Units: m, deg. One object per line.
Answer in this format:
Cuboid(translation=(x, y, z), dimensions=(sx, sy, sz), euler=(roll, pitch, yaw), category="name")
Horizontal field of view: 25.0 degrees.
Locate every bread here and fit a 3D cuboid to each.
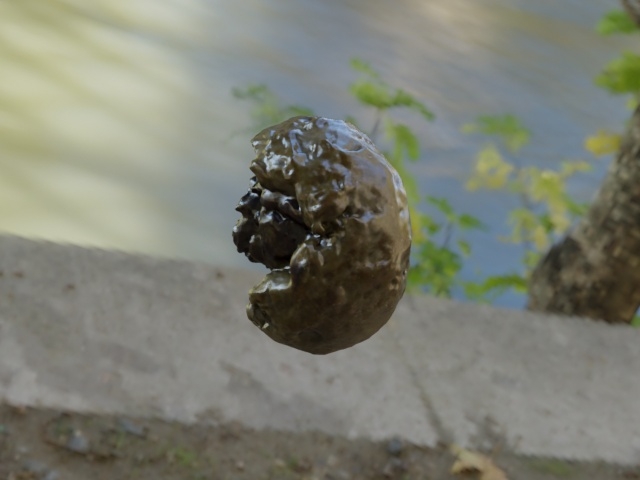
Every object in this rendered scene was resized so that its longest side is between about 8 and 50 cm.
Cuboid(translation=(0.000, 0.000, 0.663), dimensions=(0.082, 0.113, 0.060), euler=(11, 16, 43), category="bread")
